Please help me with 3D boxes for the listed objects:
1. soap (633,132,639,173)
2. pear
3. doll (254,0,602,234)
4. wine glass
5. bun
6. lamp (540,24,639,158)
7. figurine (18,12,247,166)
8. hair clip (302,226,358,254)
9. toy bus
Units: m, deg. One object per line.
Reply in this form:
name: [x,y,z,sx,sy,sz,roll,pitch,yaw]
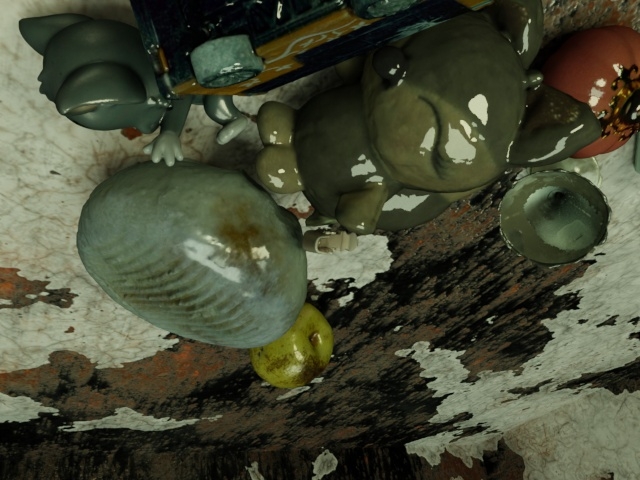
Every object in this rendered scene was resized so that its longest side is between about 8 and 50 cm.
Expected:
soap: [0.612,-0.199,0.834,0.172,0.095,0.289,-21,144,15]
pear: [-0.075,0.234,1.188,0.197,0.197,0.197,-7,145,-5]
doll: [0.143,-0.154,0.706,0.382,0.252,0.378,-15,178,26]
wine glass: [0.375,-0.072,0.827,0.156,0.232,0.156,13,119,24]
bun: [-0.180,0.013,0.795,0.361,0.211,0.362,14,150,8]
lamp: [0.381,-0.197,0.718,0.182,0.140,0.182,-11,121,-20]
figurine: [-0.177,-0.176,0.594,0.265,0.193,0.140,-16,146,-14]
hair clip: [0.000,0.000,0.744,0.072,0.034,0.226,6,-177,13]
toy bus: [0.010,-0.243,0.454,0.323,0.162,0.194,-13,-173,26]
